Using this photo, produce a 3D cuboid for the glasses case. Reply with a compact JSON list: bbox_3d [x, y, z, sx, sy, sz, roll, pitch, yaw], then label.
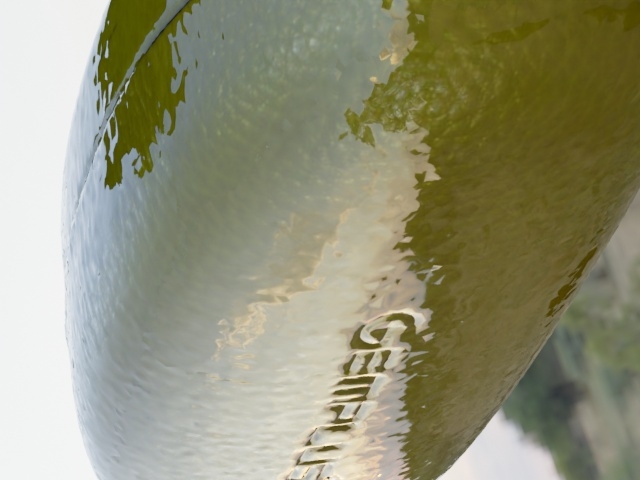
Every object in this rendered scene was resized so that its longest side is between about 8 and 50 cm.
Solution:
[{"bbox_3d":[0.000,0.000,0.686,0.371,0.173,0.141,113,153,-55],"label":"glasses case"}]
